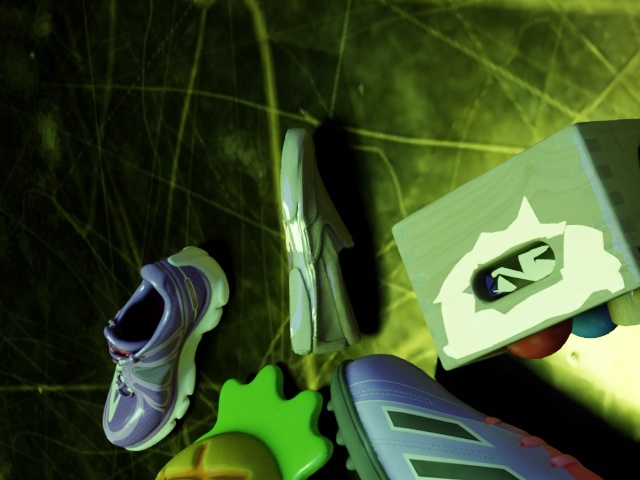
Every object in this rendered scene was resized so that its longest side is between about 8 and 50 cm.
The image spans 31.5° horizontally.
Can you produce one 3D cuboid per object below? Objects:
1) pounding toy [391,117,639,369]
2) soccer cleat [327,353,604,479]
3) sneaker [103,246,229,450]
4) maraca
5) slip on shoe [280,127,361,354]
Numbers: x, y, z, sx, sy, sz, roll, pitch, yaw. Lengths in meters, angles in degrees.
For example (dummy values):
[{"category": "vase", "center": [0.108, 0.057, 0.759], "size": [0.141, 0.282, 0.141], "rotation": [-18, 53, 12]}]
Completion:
[{"category": "pounding toy", "center": [0.123, 0.008, 0.497], "size": [0.141, 0.130, 0.100], "rotation": [-31, 75, 42]}, {"category": "soccer cleat", "center": [0.127, 0.156, 0.550], "size": [0.116, 0.108, 0.318], "rotation": [-48, 60, 14]}, {"category": "sneaker", "center": [-0.126, 0.076, 0.789], "size": [0.068, 0.071, 0.170], "rotation": [41, 123, 32]}, {"category": "maraca", "center": [-0.057, 0.171, 0.723], "size": [0.127, 0.099, 0.186], "rotation": [26, 88, 41]}, {"category": "slip on shoe", "center": [0.000, 0.000, 0.680], "size": [0.041, 0.051, 0.136], "rotation": [-4, 85, 5]}]
